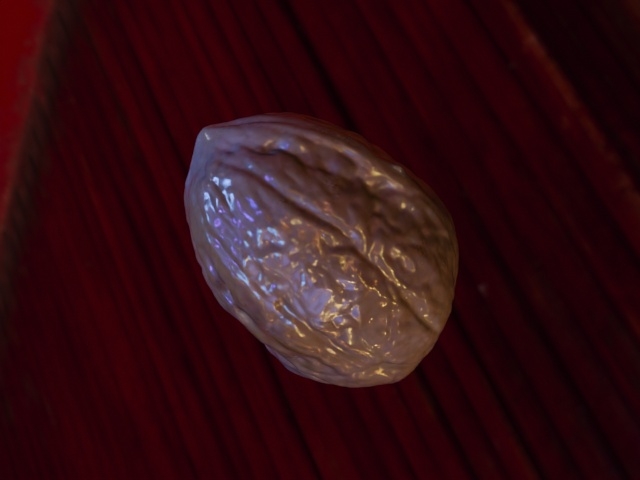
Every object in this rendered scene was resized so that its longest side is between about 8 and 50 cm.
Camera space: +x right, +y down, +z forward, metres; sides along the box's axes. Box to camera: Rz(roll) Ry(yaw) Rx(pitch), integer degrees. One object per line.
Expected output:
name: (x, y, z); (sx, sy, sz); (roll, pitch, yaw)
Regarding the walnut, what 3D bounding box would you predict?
walnut: (-0.001, 0.001, 1.295); (0.178, 0.178, 0.230); (-42, 105, 18)
